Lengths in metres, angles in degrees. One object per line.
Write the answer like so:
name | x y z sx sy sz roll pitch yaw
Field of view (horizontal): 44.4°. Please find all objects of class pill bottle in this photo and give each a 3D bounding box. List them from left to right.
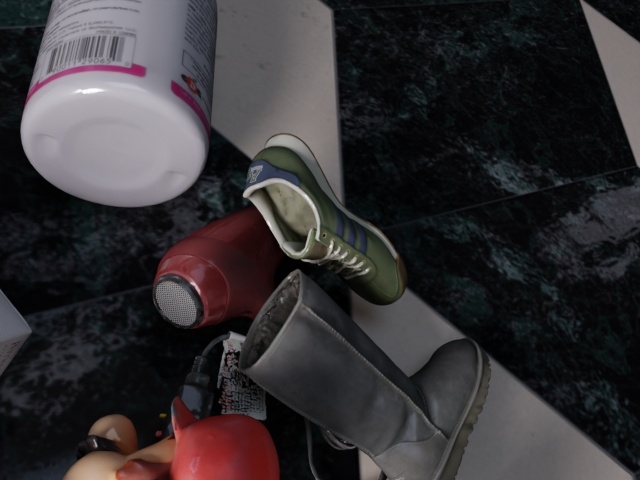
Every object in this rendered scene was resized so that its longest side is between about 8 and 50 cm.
pill bottle | -0.181 -0.187 0.754 0.160 0.160 0.283 11 53 -17

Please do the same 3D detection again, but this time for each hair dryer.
hair dryer | -0.047 0.077 0.699 0.223 0.080 0.294 24 49 -34

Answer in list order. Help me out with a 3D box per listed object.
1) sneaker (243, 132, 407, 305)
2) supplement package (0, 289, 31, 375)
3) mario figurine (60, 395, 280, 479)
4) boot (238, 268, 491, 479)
sneaker | 0.000 0.000 0.698 0.192 0.064 0.086 51 35 -13
supplement package | -0.302 0.074 0.501 0.105 0.105 0.179 46 25 12
mario figurine | -0.179 0.177 0.468 0.320 0.198 0.170 -19 86 -18
boot | 0.044 0.101 0.667 0.208 0.076 0.190 40 42 -11
